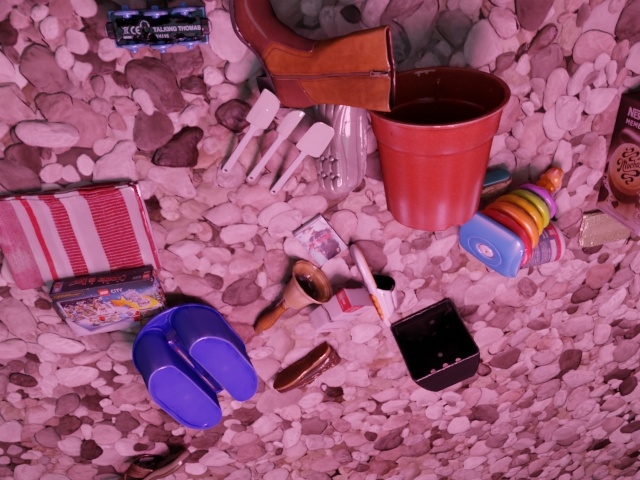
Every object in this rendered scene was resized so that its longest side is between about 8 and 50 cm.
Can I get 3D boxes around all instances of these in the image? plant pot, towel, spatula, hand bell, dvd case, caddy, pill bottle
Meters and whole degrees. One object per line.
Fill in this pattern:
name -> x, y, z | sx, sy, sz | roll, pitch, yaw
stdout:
plant pot -> 0.329, 0.312, 1.354 | 0.188, 0.187, 0.167 | -26, 132, 5
towel -> -0.550, -0.006, 1.099 | 0.330, 0.037, 0.236 | -8, 122, -5
spatula -> -0.098, -0.188, 1.027 | 0.168, 0.019, 0.242 | 23, 136, -22
hand bell -> -0.096, 0.169, 1.254 | 0.126, 0.126, 0.242 | 34, 122, -25
plant pot -> 0.233, -0.181, 1.012 | 0.273, 0.272, 0.264 | -11, 129, -3
dvd case -> 0.000, 0.000, 1.206 | 0.087, 0.013, 0.119 | -34, 119, 11
caddy -> -0.315, 0.312, 1.242 | 0.241, 0.179, 0.341 | -35, 129, -9
pill bottle -> 0.512, 0.019, 1.247 | 0.180, 0.108, 0.107 | -14, 121, -1
towel -> 0.763, -0.036, 1.303 | 0.148, 0.027, 0.109 | -12, 122, -3

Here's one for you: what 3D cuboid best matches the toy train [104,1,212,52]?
toy train -> -0.287, -0.384, 0.881 | 0.184, 0.105, 0.080 | -6, 117, -6

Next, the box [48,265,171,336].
box -> -0.497, 0.149, 1.176 | 0.233, 0.044, 0.159 | -9, 132, -4

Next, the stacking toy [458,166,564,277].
stacking toy -> 0.485, -0.070, 1.159 | 0.302, 0.166, 0.175 | -42, 148, -16

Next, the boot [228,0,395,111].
boot -> -0.013, -0.350, 0.860 | 0.281, 0.096, 0.263 | 10, 128, 33

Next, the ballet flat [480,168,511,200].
ballet flat -> 0.355, -0.114, 1.169 | 0.207, 0.073, 0.067 | -11, 135, 1

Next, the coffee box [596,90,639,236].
coffee box -> 0.774, -0.182, 1.139 | 0.119, 0.168, 0.296 | -8, 120, -5

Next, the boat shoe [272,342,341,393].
boat shoe -> -0.037, 0.376, 1.384 | 0.207, 0.073, 0.073 | -35, 117, 11

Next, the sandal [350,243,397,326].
sandal -> 0.154, 0.112, 1.246 | 0.076, 0.102, 0.265 | -25, 120, 0

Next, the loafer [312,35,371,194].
loafer -> 0.050, -0.257, 1.025 | 0.112, 0.112, 0.319 | -22, 124, -40

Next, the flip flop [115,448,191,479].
flip flop -> -0.523, 0.688, 1.477 | 0.277, 0.112, 0.080 | -28, 95, 10

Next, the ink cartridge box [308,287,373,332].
ink cartridge box -> 0.051, 0.179, 1.255 | 0.135, 0.056, 0.099 | -39, 153, 28
